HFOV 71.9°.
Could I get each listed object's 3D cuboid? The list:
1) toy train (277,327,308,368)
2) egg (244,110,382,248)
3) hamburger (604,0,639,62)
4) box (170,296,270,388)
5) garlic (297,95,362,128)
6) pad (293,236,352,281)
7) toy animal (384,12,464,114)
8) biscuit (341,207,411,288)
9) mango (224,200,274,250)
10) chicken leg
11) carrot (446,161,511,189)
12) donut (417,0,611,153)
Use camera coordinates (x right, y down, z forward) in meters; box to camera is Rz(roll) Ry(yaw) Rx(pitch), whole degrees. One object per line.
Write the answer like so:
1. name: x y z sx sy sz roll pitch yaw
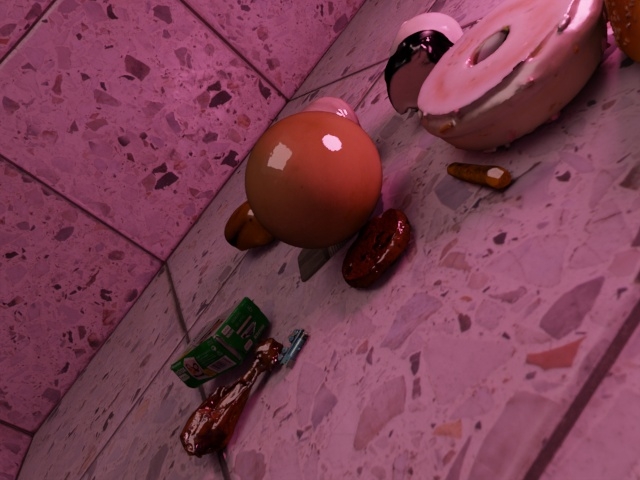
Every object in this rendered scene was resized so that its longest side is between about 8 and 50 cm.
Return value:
1. toy train: -0.059 0.236 0.972 0.045 0.029 0.092 10 62 55
2. egg: -0.008 -0.139 1.007 0.301 0.301 0.374 -38 -2 28
3. hamburger: 0.494 -0.400 0.645 0.151 0.227 0.296 0 48 23
4. box: -0.262 0.269 1.148 0.250 0.103 0.180 -34 12 35
5. garlic: -0.003 -0.251 1.309 0.317 0.259 0.317 -48 -15 -17
6. pad: 0.017 0.017 1.114 0.250 0.055 0.323 -45 7 15
7. toy animal: 0.279 -0.467 1.173 0.212 0.212 0.267 -28 29 43
8. biscuit: 0.118 0.018 0.941 0.192 0.049 0.192 -49 21 25
9. mango: -0.232 -0.059 1.560 0.287 0.152 0.202 -25 45 51
10. chicken leg: -0.187 0.349 0.987 0.304 0.093 0.113 -48 40 -12
11. carrot: 0.296 -0.128 0.841 0.042 0.042 0.171 -50 21 3
12. donut: 0.368 -0.333 0.873 0.382 0.142 0.383 -39 26 24
